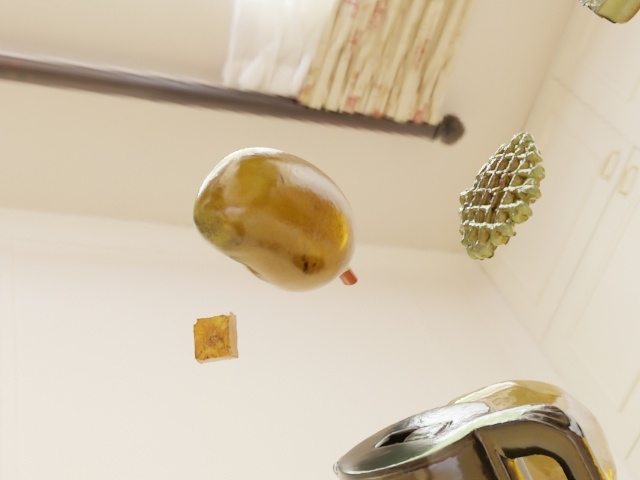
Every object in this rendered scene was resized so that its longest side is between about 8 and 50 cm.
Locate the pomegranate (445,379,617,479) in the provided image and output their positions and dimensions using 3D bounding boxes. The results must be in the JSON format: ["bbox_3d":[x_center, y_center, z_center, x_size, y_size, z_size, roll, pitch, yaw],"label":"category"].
[{"bbox_3d":[0.283,0.375,1.412,0.333,0.332,0.332,14,-151,-8],"label":"pomegranate"}]

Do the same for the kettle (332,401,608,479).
[{"bbox_3d":[0.166,0.332,0.943,0.203,0.307,0.262,-23,-178,-27],"label":"kettle"}]

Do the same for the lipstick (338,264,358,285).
[{"bbox_3d":[0.000,0.000,1.979,0.068,0.274,0.061,-18,-140,23],"label":"lipstick"}]

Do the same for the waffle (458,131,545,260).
[{"bbox_3d":[0.247,-0.063,1.311,0.036,0.169,0.183,26,-148,-18],"label":"waffle"}]

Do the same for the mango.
[{"bbox_3d":[-0.070,-0.033,1.472,0.173,0.211,0.317,-6,163,36],"label":"mango"}]

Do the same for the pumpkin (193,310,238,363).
[{"bbox_3d":[-0.178,0.166,1.626,0.074,0.083,0.054,-8,168,17],"label":"pumpkin"}]

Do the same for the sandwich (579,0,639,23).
[{"bbox_3d":[0.364,-0.393,1.146,0.063,0.212,0.245,21,-152,-29],"label":"sandwich"}]
